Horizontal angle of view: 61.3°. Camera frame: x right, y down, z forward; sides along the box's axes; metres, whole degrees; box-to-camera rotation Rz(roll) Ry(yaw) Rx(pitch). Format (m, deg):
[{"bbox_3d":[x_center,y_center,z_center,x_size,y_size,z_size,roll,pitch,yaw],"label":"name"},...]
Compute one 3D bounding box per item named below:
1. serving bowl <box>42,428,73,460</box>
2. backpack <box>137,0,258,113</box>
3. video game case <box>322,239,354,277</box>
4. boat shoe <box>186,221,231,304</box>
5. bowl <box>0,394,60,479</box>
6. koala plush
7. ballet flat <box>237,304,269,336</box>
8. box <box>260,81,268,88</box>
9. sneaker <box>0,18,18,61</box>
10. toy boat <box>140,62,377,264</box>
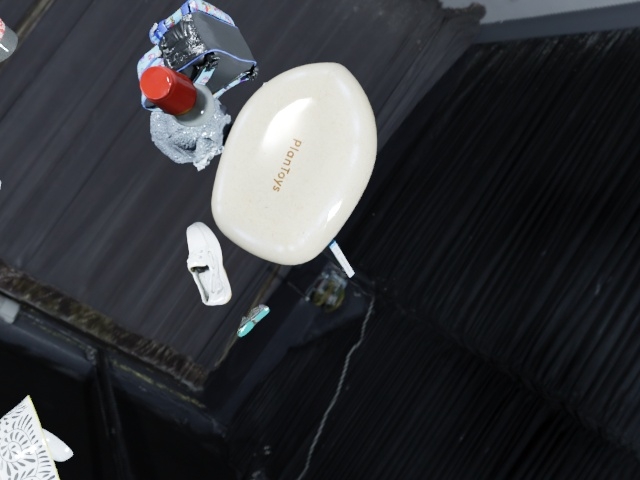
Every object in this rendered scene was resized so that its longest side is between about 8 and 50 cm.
[{"bbox_3d":[-0.510,0.390,1.018,0.083,0.027,0.083,20,138,19],"label":"serving bowl"},{"bbox_3d":[-0.212,-0.279,0.861,0.117,0.173,0.158,64,-156,2],"label":"backpack"},{"bbox_3d":[0.000,0.000,0.956,0.119,0.015,0.166,43,174,25],"label":"video game case"},{"bbox_3d":[-0.364,0.069,1.675,0.096,0.098,0.277,-4,-114,-55],"label":"boat shoe"},{"bbox_3d":[-0.421,0.312,0.752,0.080,0.170,0.170,-19,-149,-33],"label":"bowl"},{"bbox_3d":[-0.261,-0.237,1.114,0.221,0.203,0.196,-124,10,-71],"label":"koala plush"},{"bbox_3d":[-0.194,0.220,1.504,0.041,0.114,0.041,42,160,19],"label":"ballet flat"},{"bbox_3d":[-0.141,-0.357,1.621,0.186,0.038,0.145,62,148,4],"label":"box"},{"bbox_3d":[-0.652,-0.335,0.878,0.270,0.090,0.145,-12,151,15],"label":"sneaker"},{"bbox_3d":[-0.083,-0.135,0.720,0.318,0.267,0.148,31,-175,7],"label":"toy boat"}]
